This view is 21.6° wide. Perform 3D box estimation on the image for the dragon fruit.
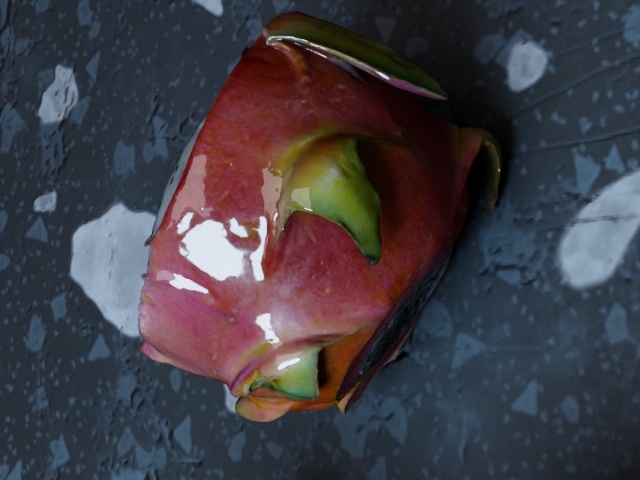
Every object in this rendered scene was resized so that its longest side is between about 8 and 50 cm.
[{"bbox_3d":[0.000,0.000,1.186,0.189,0.290,0.290,27,104,11],"label":"dragon fruit"}]
